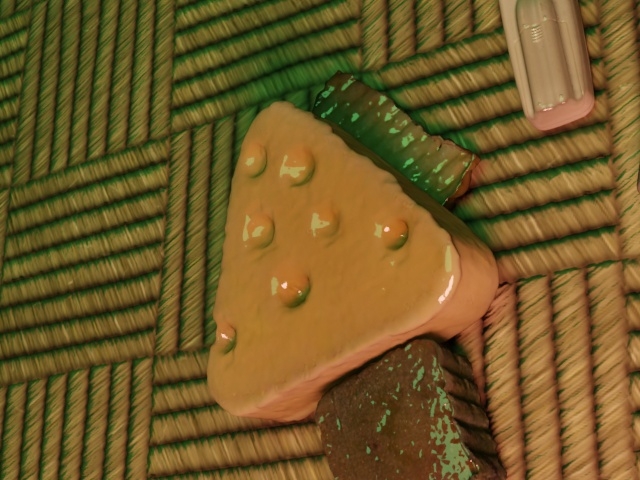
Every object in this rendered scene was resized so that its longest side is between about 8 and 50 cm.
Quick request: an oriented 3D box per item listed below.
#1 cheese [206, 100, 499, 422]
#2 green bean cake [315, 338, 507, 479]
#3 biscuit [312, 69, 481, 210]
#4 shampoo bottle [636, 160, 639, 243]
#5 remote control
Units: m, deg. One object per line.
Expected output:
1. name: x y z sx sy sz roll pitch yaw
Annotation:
1. cheese: -0.001 0.001 1.516 0.384 0.104 0.384 -9 76 39
2. green bean cake: 0.101 0.220 1.394 0.173 0.094 0.181 -32 56 24
3. biscuit: 0.063 -0.087 1.586 0.187 0.036 0.273 -53 50 7
4. shampoo bottle: 0.381 -0.122 1.327 0.085 0.085 0.262 1 73 37
5. remote control: 0.260 -0.240 1.490 0.090 0.049 0.230 -21 59 27
